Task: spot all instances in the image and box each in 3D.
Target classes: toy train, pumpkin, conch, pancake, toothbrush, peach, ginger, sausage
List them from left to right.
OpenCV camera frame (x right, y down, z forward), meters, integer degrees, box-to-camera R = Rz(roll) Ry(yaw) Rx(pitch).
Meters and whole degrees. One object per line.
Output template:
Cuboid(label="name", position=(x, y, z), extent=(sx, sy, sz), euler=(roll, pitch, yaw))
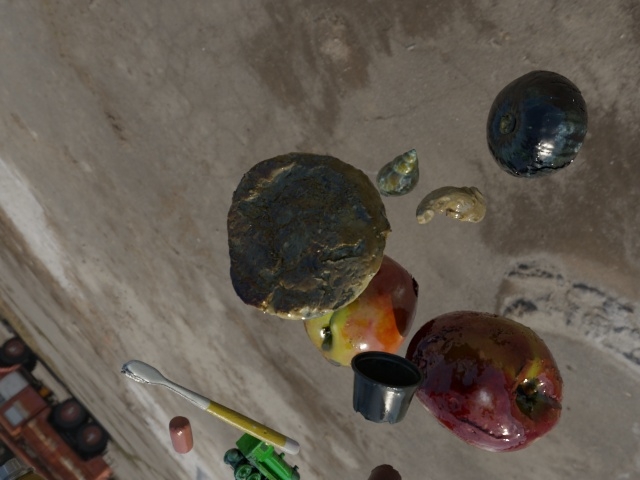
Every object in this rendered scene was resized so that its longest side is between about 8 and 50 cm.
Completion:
Cuboid(label="sausage", position=(-0.408, 0.572, 1.621), extent=(0.062, 0.062, 0.154), euler=(32, 139, 26))
Cuboid(label="toothbrush", position=(-0.131, 0.221, 0.714), extent=(0.024, 0.021, 0.288), euler=(-18, 134, 42))
Cuboid(label="toy train", position=(-0.133, 0.550, 1.331), extent=(0.085, 0.119, 0.251), euler=(30, 158, 49))
Cuboid(label="pancake", position=(-0.031, -0.014, 1.087), extent=(0.356, 0.356, 0.065), euler=(33, 171, 24))
Cuboid(label="peach", position=(0.132, 0.208, 1.699), extent=(0.370, 0.370, 0.370), euler=(32, 145, 26))
Cuboid(label="conch", position=(0.217, -0.183, 1.582), extent=(0.106, 0.116, 0.173), euler=(44, 164, -24))
Cuboid(label="ginger", position=(0.239, -0.065, 0.995), extent=(0.051, 0.173, 0.070), euler=(42, 124, 51))
Cuboid(label="peach", position=(0.406, 0.340, 1.440), extent=(0.353, 0.339, 0.416), euler=(43, 167, -17))
Cuboid(label="pumpkin", position=(0.461, -0.248, 1.189), extent=(0.233, 0.162, 0.233), euler=(-178, 90, -77))

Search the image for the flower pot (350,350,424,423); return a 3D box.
Cuboid(label="flower pot", position=(0.134, 0.318, 1.184), extent=(0.157, 0.157, 0.107), euler=(22, 110, 37))

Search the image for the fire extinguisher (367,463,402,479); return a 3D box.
Cuboid(label="fire extinguisher", position=(0.157, 0.775, 1.559), extent=(0.106, 0.337, 0.147), euler=(-38, 82, 21))

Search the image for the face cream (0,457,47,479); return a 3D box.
Cuboid(label="face cream", position=(-0.571, 0.614, 1.153), extent=(0.349, 0.105, 0.105), euler=(52, 150, 11))
